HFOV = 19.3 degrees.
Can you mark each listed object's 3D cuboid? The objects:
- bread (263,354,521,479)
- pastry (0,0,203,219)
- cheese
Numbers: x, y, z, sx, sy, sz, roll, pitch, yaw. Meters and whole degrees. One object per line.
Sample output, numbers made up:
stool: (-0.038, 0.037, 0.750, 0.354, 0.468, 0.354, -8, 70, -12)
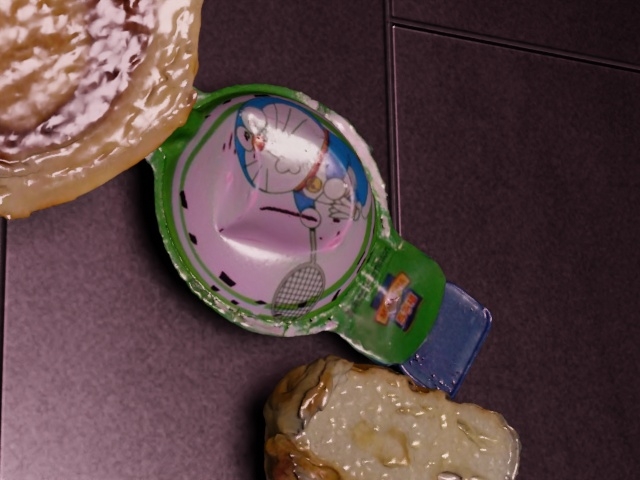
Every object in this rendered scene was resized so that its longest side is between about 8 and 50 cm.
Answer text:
bread: (0.054, 0.169, 1.433, 0.232, 0.088, 0.128, 25, 74, -27)
pastry: (-0.217, -0.160, 1.331, 0.256, 0.170, 0.237, -40, 123, -13)
cheese: (0.000, 0.000, 1.451, 0.320, 0.083, 0.204, 37, 61, -13)
